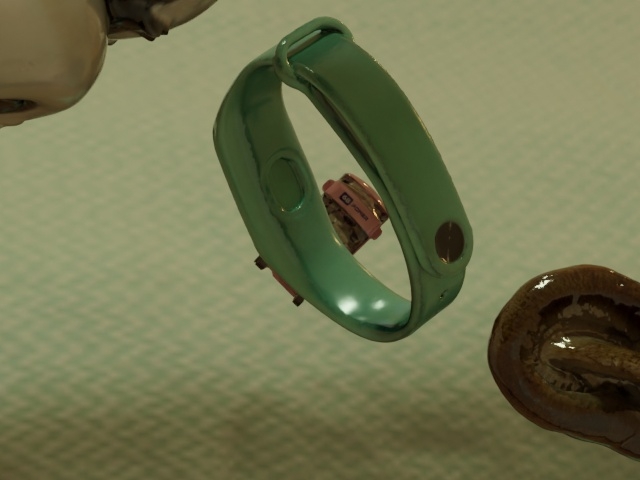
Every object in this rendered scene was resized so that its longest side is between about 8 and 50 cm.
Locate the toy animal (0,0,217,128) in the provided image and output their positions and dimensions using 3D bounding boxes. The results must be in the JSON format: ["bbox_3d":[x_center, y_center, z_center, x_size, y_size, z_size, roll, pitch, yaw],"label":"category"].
[{"bbox_3d":[-0.165,-0.153,1.002,0.235,0.165,0.187,-39,22,-18],"label":"toy animal"}]

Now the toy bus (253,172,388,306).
[{"bbox_3d":[0.000,0.000,1.617,0.090,0.203,0.063,-44,90,-13],"label":"toy bus"}]

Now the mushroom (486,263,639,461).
[{"bbox_3d":[0.261,0.098,1.446,0.227,0.148,0.217,13,-5,-18],"label":"mushroom"}]

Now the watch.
[{"bbox_3d":[0.010,-0.040,1.316,0.068,0.237,0.195,-33,22,-31],"label":"watch"}]
